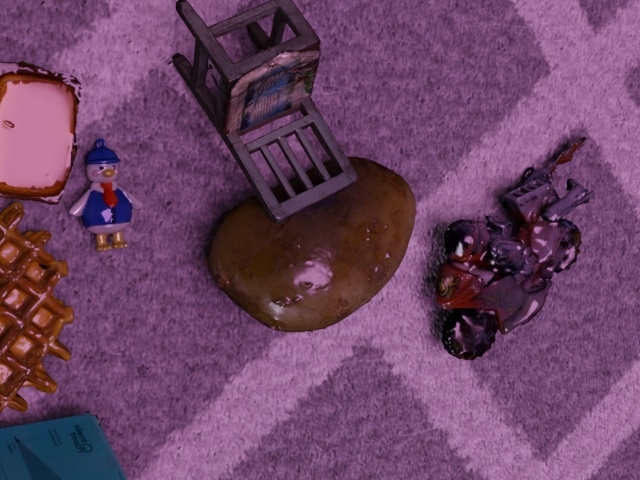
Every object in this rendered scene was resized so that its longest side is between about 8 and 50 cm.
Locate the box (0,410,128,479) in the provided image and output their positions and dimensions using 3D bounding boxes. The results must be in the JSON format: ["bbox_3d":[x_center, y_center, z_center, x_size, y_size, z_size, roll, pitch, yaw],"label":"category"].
[{"bbox_3d":[-0.386,0.335,1.335,0.311,0.205,0.118,-6,134,-34],"label":"box"}]

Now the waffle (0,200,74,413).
[{"bbox_3d":[-0.432,0.085,1.378,0.260,0.069,0.293,-17,105,-27],"label":"waffle"}]

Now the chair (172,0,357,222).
[{"bbox_3d":[-0.063,-0.183,1.403,0.136,0.147,0.270,-26,73,-21],"label":"chair"}]

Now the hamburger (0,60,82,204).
[{"bbox_3d":[-0.362,-0.131,1.361,0.137,0.087,0.166,10,93,-27],"label":"hamburger"}]

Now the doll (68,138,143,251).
[{"bbox_3d":[-0.275,-0.059,1.438,0.099,0.058,0.143,-6,96,-29],"label":"doll"}]

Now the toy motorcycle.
[{"bbox_3d":[0.305,-0.010,1.696,0.401,0.134,0.207,-41,120,-14],"label":"toy motorcycle"}]

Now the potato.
[{"bbox_3d":[0.000,0.000,1.508,0.307,0.210,0.173,-35,144,-26],"label":"potato"}]
